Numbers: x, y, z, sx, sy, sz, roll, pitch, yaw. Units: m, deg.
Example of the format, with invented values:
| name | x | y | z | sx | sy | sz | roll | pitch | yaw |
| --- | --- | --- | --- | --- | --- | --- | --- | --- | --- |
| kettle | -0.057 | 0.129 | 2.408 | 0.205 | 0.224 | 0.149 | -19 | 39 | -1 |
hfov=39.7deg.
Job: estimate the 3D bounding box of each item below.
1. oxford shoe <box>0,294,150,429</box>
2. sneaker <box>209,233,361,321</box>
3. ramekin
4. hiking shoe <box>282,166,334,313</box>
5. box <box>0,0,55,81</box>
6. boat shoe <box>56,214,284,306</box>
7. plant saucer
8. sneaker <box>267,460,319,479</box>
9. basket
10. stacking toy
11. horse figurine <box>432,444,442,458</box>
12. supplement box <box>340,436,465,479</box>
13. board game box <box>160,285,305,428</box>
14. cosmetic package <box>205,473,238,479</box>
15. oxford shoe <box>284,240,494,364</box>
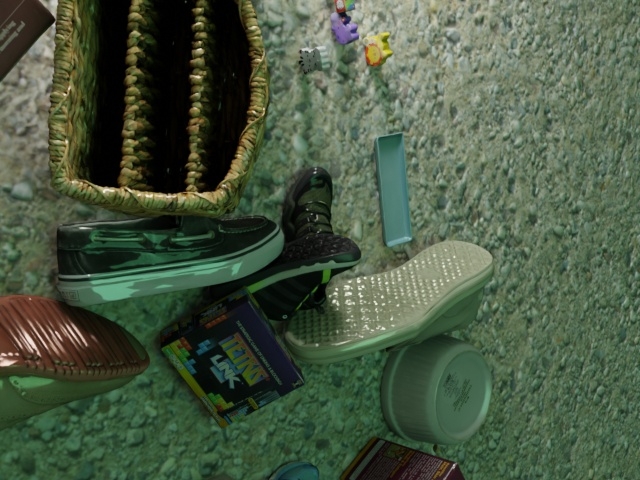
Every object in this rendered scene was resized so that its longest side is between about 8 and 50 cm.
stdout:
| name | x | y | z | sx | sy | sz | roll | pitch | yaw |
| --- | --- | --- | --- | --- | --- | --- | --- | --- | --- |
| oxford shoe | -0.383 | 0.159 | 1.038 | 0.396 | 0.140 | 0.147 | 7 | 121 | -47 |
| sneaker | -0.046 | 0.064 | 1.284 | 0.084 | 0.234 | 0.097 | -85 | 156 | -63 |
| ramekin | 0.216 | 0.268 | 1.586 | 0.207 | 0.109 | 0.207 | -5 | 98 | -42 |
| hiking shoe | 0.000 | 0.000 | 1.356 | 0.086 | 0.114 | 0.227 | 11 | 87 | -43 |
| box | -0.424 | -0.236 | 0.907 | 0.203 | 0.167 | 0.169 | 49 | 62 | -34 |
| boat shoe | -0.188 | -0.003 | 1.178 | 0.335 | 0.121 | 0.119 | -15 | 108 | -39 |
| plant saucer | 0.124 | -0.088 | 1.529 | 0.067 | 0.018 | 0.192 | -16 | 104 | -41 |
| sneaker | -0.057 | 0.402 | 1.371 | 0.162 | 0.073 | 0.064 | -27 | 112 | -38 |
| basket | -0.170 | -0.178 | 1.016 | 0.223 | 0.213 | 0.299 | 59 | 35 | -84 |
| stacking toy | 0.028 | -0.376 | 1.395 | 0.167 | 0.052 | 0.221 | -21 | 106 | -41 |
| horse figurine | 0.179 | 0.495 | 1.586 | 0.263 | 0.066 | 0.175 | -37 | 117 | -20 |
| supplement box | 0.141 | 0.409 | 1.475 | 0.104 | 0.188 | 0.081 | -45 | 122 | -30 |
| board game box | -0.123 | 0.168 | 1.256 | 0.141 | 0.048 | 0.170 | -29 | 119 | 5 |
| cosmetic package | -0.151 | 0.411 | 1.307 | 0.060 | 0.041 | 0.115 | -9 | 100 | -41 |
| oxford shoe | 0.128 | 0.125 | 1.470 | 0.449 | 0.169 | 0.130 | -21 | 130 | -40 |
